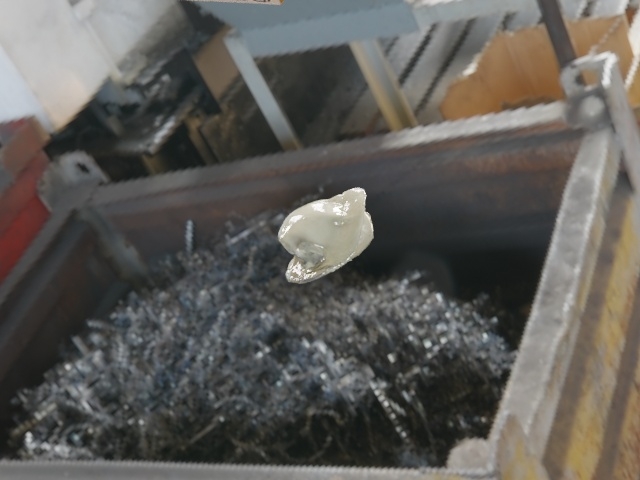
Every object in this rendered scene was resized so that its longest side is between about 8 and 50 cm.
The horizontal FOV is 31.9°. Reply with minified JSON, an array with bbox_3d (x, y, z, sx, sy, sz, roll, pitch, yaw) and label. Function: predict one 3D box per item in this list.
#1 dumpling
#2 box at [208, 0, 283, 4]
[{"bbox_3d":[0.001,0.000,1.518,0.176,0.092,0.150,-12,31,33],"label":"dumpling"},{"bbox_3d":[-0.139,-0.401,1.227,0.220,0.274,0.091,2,-8,1],"label":"box"}]
